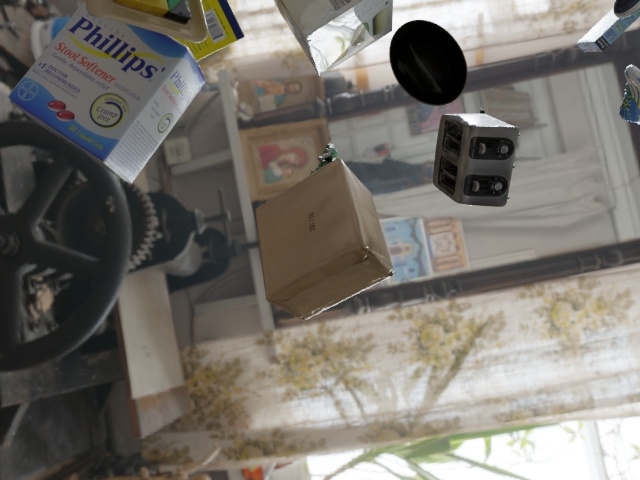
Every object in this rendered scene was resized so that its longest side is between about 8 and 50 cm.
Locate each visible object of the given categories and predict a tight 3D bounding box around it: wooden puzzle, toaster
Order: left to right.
[{"bbox_3d":[-0.329,-0.491,1.242,0.239,0.044,0.221,-2,71,-44],"label":"wooden puzzle"},{"bbox_3d":[0.316,-0.174,1.378,0.185,0.110,0.168,-120,-148,-65],"label":"toaster"}]

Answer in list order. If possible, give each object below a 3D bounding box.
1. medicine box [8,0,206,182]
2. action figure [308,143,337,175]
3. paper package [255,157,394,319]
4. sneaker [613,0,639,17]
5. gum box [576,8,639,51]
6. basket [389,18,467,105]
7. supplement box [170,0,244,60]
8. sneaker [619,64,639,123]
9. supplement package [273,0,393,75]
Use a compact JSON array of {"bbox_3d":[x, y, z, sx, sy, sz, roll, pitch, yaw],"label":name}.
[{"bbox_3d":[-0.439,-0.319,1.400,0.289,0.263,0.149,-56,168,-8],"label":"medicine box"},{"bbox_3d":[0.008,-0.222,2.063,0.137,0.063,0.232,121,-9,-47],"label":"action figure"},{"bbox_3d":[0.000,0.000,1.749,0.168,0.309,0.325,42,27,-43],"label":"paper package"},{"bbox_3d":[0.653,-0.603,1.404,0.163,0.226,0.086,31,-2,-30],"label":"sneaker"},{"bbox_3d":[0.850,-0.629,1.935,0.041,0.184,0.157,43,13,-9],"label":"gum box"},{"bbox_3d":[0.254,-0.412,1.589,0.204,0.154,0.227,53,12,-3],"label":"basket"},{"bbox_3d":[-0.434,-0.634,1.975,0.195,0.356,0.194,63,2,-35],"label":"supplement box"},{"bbox_3d":[0.977,-0.435,2.063,0.240,0.126,0.091,31,27,-36],"label":"sneaker"},{"bbox_3d":[0.018,-0.502,1.361,0.198,0.199,0.263,59,4,5],"label":"supplement package"}]
